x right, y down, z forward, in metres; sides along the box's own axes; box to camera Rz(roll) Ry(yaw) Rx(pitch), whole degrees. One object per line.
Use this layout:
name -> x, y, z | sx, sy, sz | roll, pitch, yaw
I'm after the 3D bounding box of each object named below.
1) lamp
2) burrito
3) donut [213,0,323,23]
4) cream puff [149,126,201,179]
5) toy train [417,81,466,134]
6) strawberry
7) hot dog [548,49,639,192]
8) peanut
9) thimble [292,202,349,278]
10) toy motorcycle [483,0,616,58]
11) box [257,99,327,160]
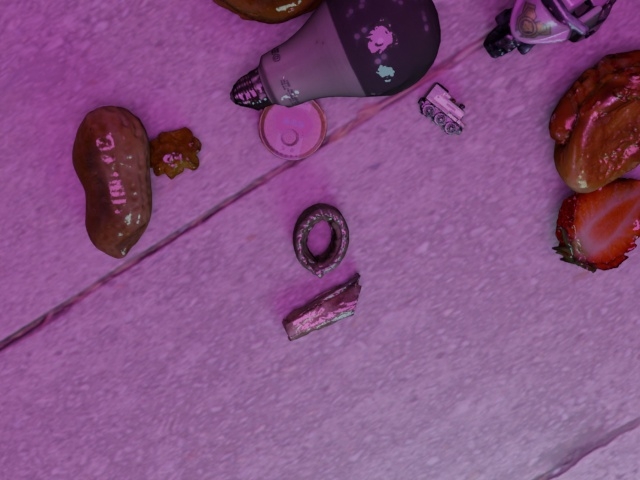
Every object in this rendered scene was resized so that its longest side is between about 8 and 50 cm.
lamp -> 0.024, -0.267, 1.757 | 0.313, 0.182, 0.182 | -27, 103, -8
burrito -> 0.008, 0.109, 1.924 | 0.149, 0.041, 0.055 | -29, 89, 3
donut -> -0.087, -0.439, 1.755 | 0.208, 0.128, 0.261 | -16, 101, 1
cream puff -> -0.221, -0.131, 1.849 | 0.083, 0.058, 0.083 | 17, 99, -5
toy train -> 0.189, -0.198, 1.872 | 0.083, 0.033, 0.053 | 36, 94, -10
strawberry -> 0.432, -0.037, 1.898 | 0.187, 0.082, 0.146 | -39, 124, -9
hot dog -> 0.450, -0.196, 1.833 | 0.256, 0.150, 0.153 | -30, 111, 4
peanut -> -0.310, -0.086, 1.832 | 0.120, 0.110, 0.236 | 5, 114, 6
thimble -> 0.000, 0.000, 1.889 | 0.084, 0.062, 0.110 | 4, 102, -5
toy motorcycle -> 0.377, -0.372, 1.764 | 0.327, 0.188, 0.143 | -37, 95, 5
box -> -0.042, -0.174, 1.861 | 0.105, 0.037, 0.106 | -1, 103, -3
